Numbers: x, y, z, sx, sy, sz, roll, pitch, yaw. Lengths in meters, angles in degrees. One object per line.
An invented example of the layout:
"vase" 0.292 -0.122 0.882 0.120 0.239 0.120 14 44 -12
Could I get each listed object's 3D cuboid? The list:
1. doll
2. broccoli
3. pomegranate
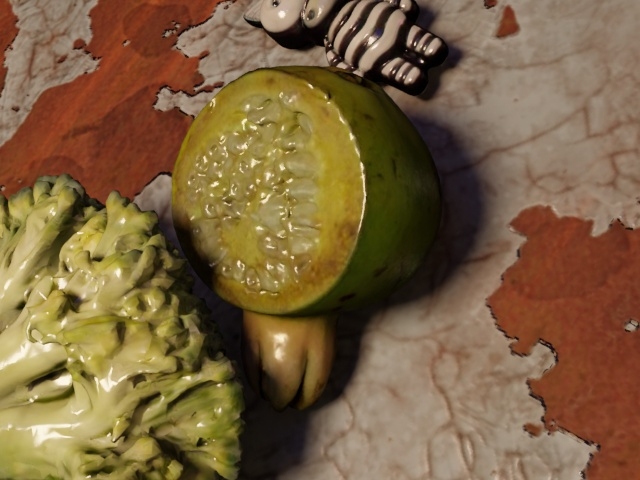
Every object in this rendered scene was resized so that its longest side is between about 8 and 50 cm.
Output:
"doll" 0.015 -0.191 0.931 0.219 0.067 0.091 35 92 35
"broccoli" -0.187 0.092 0.745 0.288 0.246 0.247 27 121 42
"pomegranate" 0.010 -0.008 0.789 0.190 0.159 0.240 -23 75 35
